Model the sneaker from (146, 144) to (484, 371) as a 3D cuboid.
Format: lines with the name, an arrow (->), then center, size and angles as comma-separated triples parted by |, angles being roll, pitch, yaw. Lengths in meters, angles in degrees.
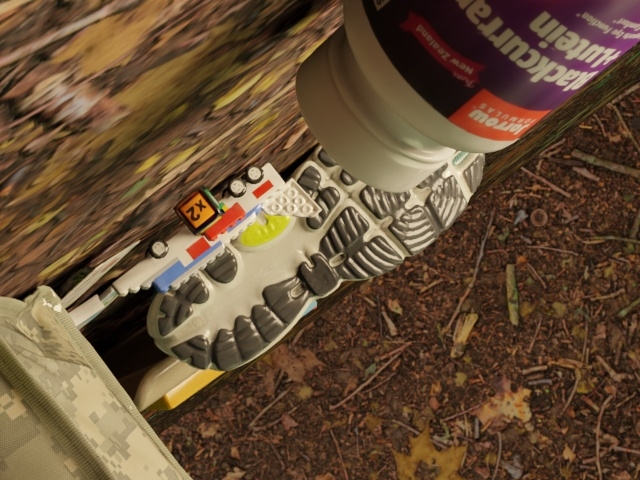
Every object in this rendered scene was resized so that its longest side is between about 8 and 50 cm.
sneaker -> -0.011, -0.013, 1.384 | 0.275, 0.107, 0.110 | -32, -165, -5

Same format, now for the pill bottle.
pill bottle -> 0.079, -0.106, 0.847 | 0.193, 0.108, 0.108 | -40, 175, 34

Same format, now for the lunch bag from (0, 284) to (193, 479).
lunch bag -> -0.163, 0.203, 1.020 | 0.235, 0.287, 0.169 | -38, 175, 6

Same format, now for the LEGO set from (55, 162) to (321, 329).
LEGO set -> -0.111, 0.034, 1.182 | 0.244, 0.060, 0.182 | -40, 178, 34

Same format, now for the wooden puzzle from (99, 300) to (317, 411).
wooden puzzle -> -0.104, 0.083, 1.532 | 0.221, 0.044, 0.239 | -34, -171, -30
